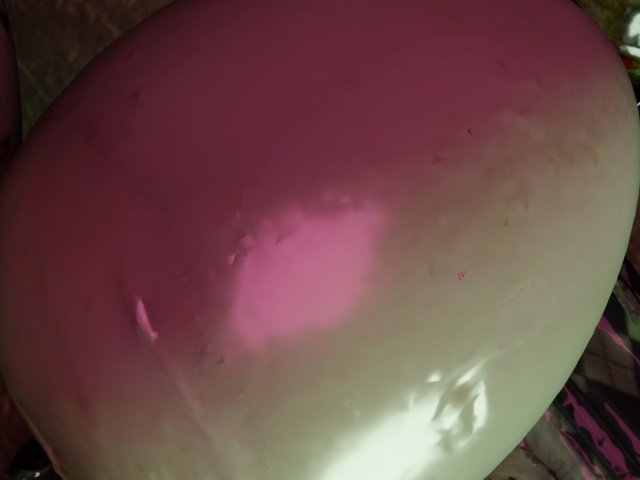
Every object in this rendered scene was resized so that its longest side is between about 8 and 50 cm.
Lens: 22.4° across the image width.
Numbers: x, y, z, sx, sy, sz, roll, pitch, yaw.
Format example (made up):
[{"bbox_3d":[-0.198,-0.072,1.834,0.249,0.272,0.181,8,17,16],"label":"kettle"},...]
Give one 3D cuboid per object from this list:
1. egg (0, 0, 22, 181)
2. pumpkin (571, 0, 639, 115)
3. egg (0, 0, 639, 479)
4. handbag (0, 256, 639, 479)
[{"bbox_3d":[-0.301,-0.051,0.847,0.288,0.287,0.379,6,80,-11],"label":"egg"},{"bbox_3d":[0.129,-0.219,0.915,0.192,0.320,0.320,-38,100,-28],"label":"pumpkin"},{"bbox_3d":[0.000,0.000,0.803,0.345,0.283,0.283,-39,99,-8],"label":"egg"},{"bbox_3d":[0.038,0.155,0.992,0.416,0.180,0.316,-38,91,-2],"label":"handbag"}]
